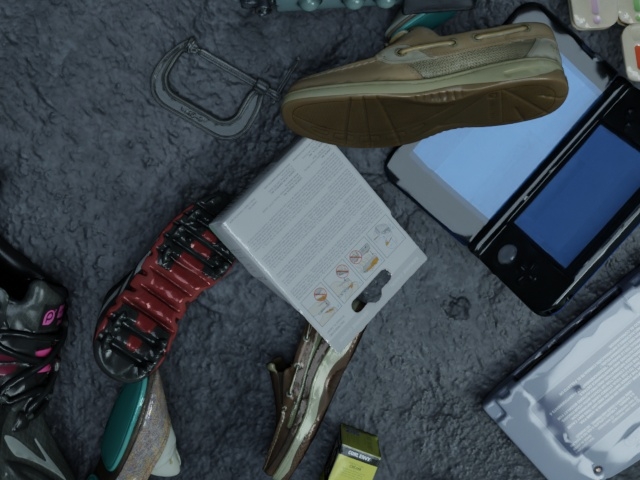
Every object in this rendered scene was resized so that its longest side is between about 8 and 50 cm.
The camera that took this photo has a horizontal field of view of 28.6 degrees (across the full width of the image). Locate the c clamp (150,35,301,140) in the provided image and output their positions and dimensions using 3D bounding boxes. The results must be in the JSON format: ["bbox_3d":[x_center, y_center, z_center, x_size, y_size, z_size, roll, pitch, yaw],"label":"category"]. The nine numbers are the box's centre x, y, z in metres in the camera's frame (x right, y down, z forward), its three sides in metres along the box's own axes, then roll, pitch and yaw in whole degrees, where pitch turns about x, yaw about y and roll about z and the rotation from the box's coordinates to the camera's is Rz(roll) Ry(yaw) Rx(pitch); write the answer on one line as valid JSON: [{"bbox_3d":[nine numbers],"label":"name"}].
[{"bbox_3d":[-0.125,-0.200,1.566,0.160,0.022,0.137,24,104,-8],"label":"c clamp"}]

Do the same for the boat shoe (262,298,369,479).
[{"bbox_3d":[-0.027,0.181,1.617,0.095,0.095,0.257,25,92,5],"label":"boat shoe"}]

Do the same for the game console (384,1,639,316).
[{"bbox_3d":[0.266,-0.102,1.530,0.173,0.250,0.293,35,99,-35],"label":"game console"}]

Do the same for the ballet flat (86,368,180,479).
[{"bbox_3d":[-0.246,0.304,1.631,0.106,0.107,0.316,20,106,-26],"label":"ballet flat"}]

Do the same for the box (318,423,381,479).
[{"bbox_3d":[0.011,0.364,1.650,0.058,0.087,0.232,20,101,-4],"label":"box"}]

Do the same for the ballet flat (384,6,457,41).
[{"bbox_3d":[0.164,-0.314,1.539,0.213,0.072,0.068,-28,74,2],"label":"ballet flat"}]

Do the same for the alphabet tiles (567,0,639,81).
[{"bbox_3d":[0.430,-0.332,1.520,0.284,0.021,0.278,-6,84,-10],"label":"alphabet tiles"}]

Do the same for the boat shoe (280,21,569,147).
[{"bbox_3d":[0.120,-0.193,1.513,0.341,0.122,0.110,-6,63,-2],"label":"boat shoe"}]

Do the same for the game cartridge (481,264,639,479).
[{"bbox_3d":[0.383,0.190,1.648,0.294,0.060,0.196,-41,97,6],"label":"game cartridge"}]

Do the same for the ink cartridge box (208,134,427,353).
[{"bbox_3d":[0.000,0.000,1.564,0.181,0.056,0.225,-46,107,-18],"label":"ink cartridge box"}]

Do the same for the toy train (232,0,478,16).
[{"bbox_3d":[0.042,-0.354,1.454,0.333,0.142,0.190,-3,72,-2],"label":"toy train"}]

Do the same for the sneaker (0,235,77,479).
[{"bbox_3d":[-0.394,0.136,1.537,0.202,0.185,0.483,-18,103,5],"label":"sneaker"}]

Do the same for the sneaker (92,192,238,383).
[{"bbox_3d":[-0.195,0.053,1.572,0.097,0.135,0.276,39,74,-16],"label":"sneaker"}]
